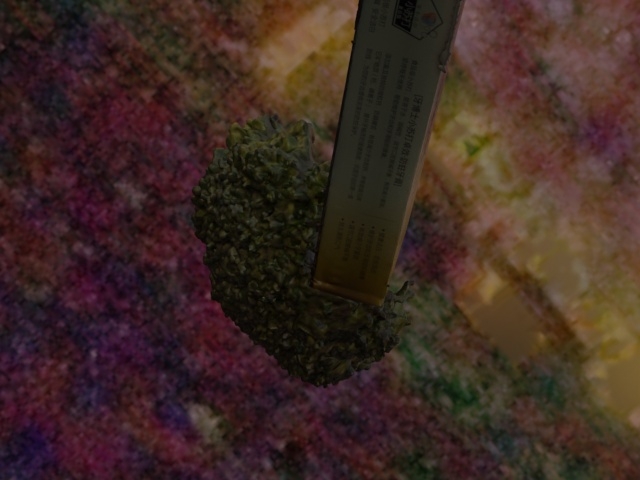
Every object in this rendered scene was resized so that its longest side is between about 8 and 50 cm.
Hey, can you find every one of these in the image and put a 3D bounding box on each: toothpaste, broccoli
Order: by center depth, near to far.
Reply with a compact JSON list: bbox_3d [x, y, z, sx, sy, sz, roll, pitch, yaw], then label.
[{"bbox_3d":[0.047,-0.088,0.708,0.071,0.313,0.089,16,46,7],"label":"toothpaste"},{"bbox_3d":[-0.018,0.006,1.036,0.288,0.235,0.260,99,-5,-56],"label":"broccoli"}]
